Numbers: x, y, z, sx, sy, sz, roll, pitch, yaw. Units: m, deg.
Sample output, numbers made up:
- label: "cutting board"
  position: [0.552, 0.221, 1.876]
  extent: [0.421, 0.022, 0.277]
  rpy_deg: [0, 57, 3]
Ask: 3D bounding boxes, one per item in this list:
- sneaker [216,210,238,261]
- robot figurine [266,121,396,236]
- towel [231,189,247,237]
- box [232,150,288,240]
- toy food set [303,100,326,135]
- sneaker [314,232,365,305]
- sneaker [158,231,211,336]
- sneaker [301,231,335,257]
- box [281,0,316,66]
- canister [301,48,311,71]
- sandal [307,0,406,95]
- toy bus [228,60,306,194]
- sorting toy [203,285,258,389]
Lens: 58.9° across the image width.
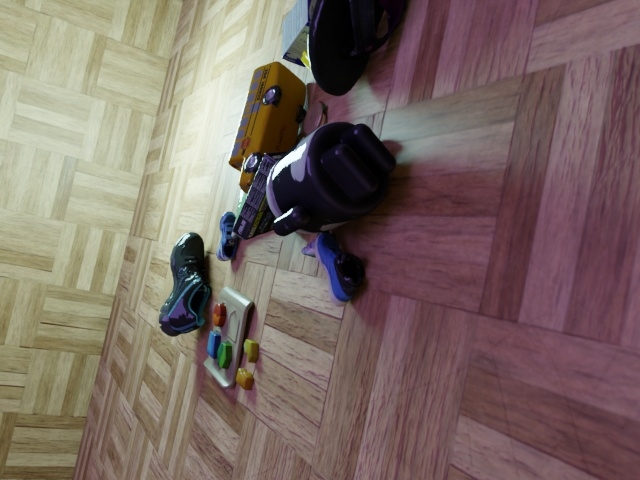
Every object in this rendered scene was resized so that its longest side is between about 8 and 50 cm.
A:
- label: "sneaker"
  position: [-0.256, -0.010, 1.599]
  extent: [0.059, 0.053, 0.145]
  rpy_deg: [8, 93, 62]
- label: "robot figurine"
  position: [0.014, -0.106, 1.027]
  extent: [0.278, 0.208, 0.174]
  rpy_deg: [-23, 74, 58]
- label: "towel"
  position: [-0.186, -0.189, 1.536]
  extent: [0.248, 0.038, 0.325]
  rpy_deg: [141, 135, -60]
- label: "box"
  position: [-0.094, -0.103, 1.227]
  extent: [0.045, 0.184, 0.191]
  rpy_deg: [36, 116, 18]
- label: "toy food set"
  position: [-0.013, -0.281, 1.308]
  extent: [0.083, 0.020, 0.083]
  rpy_deg: [-34, 49, 52]
- label: "sneaker"
  position: [0.037, 0.034, 1.034]
  extent: [0.085, 0.058, 0.152]
  rpy_deg: [-54, 39, 45]
- label: "sneaker"
  position: [-0.389, 0.127, 1.746]
  extent: [0.139, 0.125, 0.341]
  rpy_deg: [-13, 60, 29]
- label: "sneaker"
  position: [0.000, 0.000, 1.147]
  extent: [0.098, 0.038, 0.069]
  rpy_deg: [2, 78, 52]
- label: "box"
  position: [-0.035, -0.527, 1.402]
  extent: [0.137, 0.072, 0.126]
  rpy_deg: [-38, 46, 50]
- label: "canister"
  position: [0.033, -0.450, 1.246]
  extent: [0.170, 0.073, 0.126]
  rpy_deg: [-61, 32, 23]
- label: "sandal"
  position: [0.103, -0.483, 1.054]
  extent: [0.107, 0.167, 0.446]
  rpy_deg: [38, 112, 41]
- label: "toy bus"
  position: [-0.129, -0.260, 1.361]
  extent: [0.130, 0.108, 0.333]
  rpy_deg: [-3, 67, 40]
- label: "sorting toy"
  position: [-0.230, 0.252, 1.443]
  extent: [0.307, 0.041, 0.229]
  rpy_deg: [16, 92, 62]
